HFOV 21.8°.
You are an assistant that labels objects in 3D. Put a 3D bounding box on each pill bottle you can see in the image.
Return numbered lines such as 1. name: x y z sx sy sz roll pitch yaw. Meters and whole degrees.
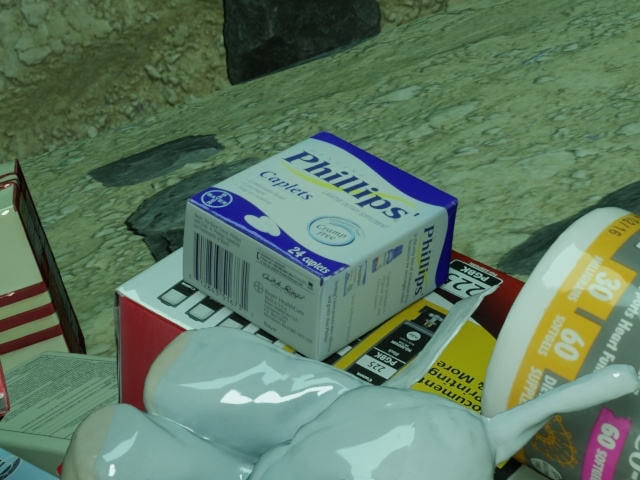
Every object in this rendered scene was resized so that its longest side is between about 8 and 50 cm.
1. pill bottle: 0.243 0.105 0.920 0.278 0.162 0.162 27 39 25

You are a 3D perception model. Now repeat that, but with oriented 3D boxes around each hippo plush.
1. hippo plush: 0.003 0.185 0.907 0.294 0.236 0.234 -32 38 -22

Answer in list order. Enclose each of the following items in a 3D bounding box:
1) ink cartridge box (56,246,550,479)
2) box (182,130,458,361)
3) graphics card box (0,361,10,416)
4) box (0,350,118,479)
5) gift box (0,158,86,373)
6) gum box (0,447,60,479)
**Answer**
1. ink cartridge box: 0.018 0.114 1.123 0.309 0.130 0.272 25 39 28
2. box: 0.000 0.000 1.108 0.126 0.072 0.137 30 41 31
3. graphics card box: -0.273 0.079 0.798 0.233 0.094 0.371 -16 -5 -13
4. box: -0.183 0.177 1.310 0.232 0.127 0.148 1 23 45
5. gift box: -0.393 0.058 1.652 0.258 0.276 0.255 -20 12 -4
6. gum box: -0.158 0.214 1.071 0.041 0.184 0.157 -44 26 -20
